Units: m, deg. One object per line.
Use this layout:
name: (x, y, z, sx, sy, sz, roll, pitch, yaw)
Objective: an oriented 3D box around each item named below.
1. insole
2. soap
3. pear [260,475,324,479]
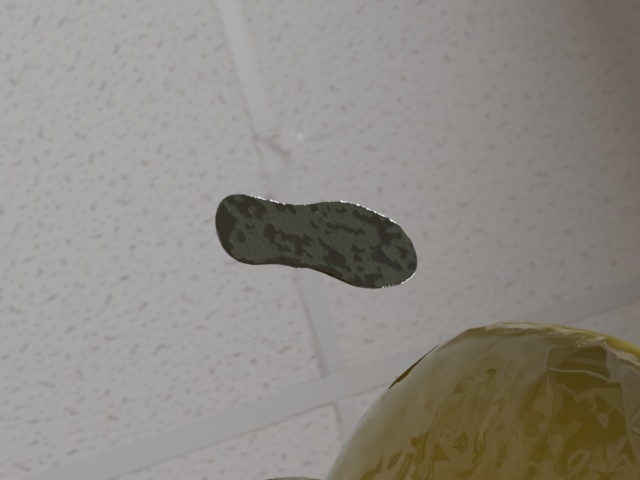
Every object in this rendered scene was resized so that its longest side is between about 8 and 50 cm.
insole: (0.000, 0.000, 1.122, 0.193, 0.006, 0.065, 7, -111, -41)
soap: (0.061, 0.245, 0.644, 0.115, 0.306, 0.427, 17, -90, -30)
pear: (-0.019, 0.298, 1.280, 0.211, 0.228, 0.188, -17, -56, -5)
